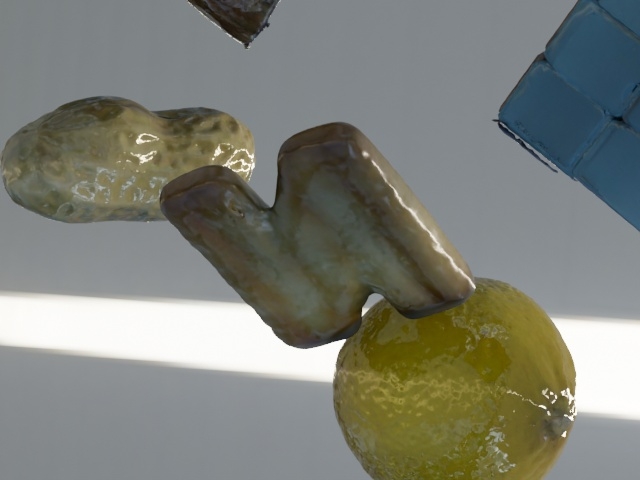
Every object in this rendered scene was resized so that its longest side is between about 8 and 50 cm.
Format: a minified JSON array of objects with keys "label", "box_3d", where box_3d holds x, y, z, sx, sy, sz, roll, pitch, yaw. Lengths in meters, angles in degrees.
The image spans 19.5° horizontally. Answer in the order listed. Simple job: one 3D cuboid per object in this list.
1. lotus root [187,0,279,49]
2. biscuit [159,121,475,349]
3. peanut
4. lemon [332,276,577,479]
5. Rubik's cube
[{"label":"lotus root","box_3d":[-0.094,-0.359,1.974,0.272,0.192,0.272,-51,-157,32]},{"label":"biscuit","box_3d":[0.000,0.000,1.901,0.237,0.290,0.062,-19,-134,26]},{"label":"peanut","box_3d":[-0.221,-0.096,2.199,0.152,0.313,0.152,-179,-90,-67]},{"label":"lemon","box_3d":[0.152,0.170,2.091,0.293,0.293,0.293,-175,-90,-66]},{"label":"Rubik's cube","box_3d":[0.338,-0.146,1.706,0.231,0.221,0.224,40,-62,11]}]
